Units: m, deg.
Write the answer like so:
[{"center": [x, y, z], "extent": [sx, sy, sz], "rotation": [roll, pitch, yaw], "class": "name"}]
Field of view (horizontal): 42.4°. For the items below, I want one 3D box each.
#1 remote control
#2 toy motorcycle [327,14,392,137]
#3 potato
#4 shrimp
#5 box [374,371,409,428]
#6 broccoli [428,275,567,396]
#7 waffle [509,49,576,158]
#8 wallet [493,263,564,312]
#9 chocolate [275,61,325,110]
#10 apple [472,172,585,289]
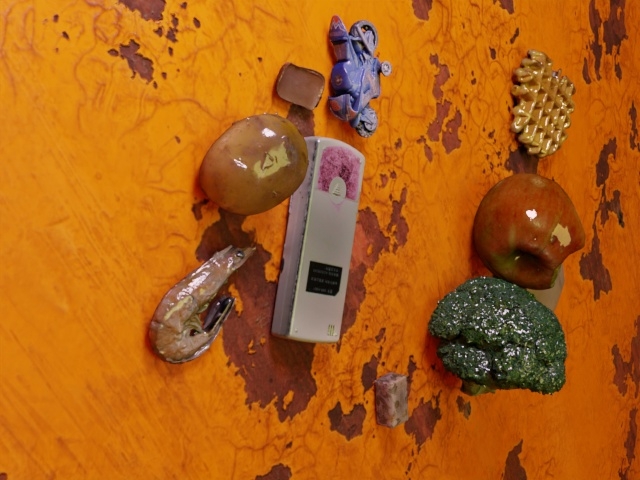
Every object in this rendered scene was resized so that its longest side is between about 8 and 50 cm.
[{"center": [-0.001, 0.000, 1.390], "extent": [0.145, 0.050, 0.343], "rotation": [15, 81, -51], "class": "remote control"}, {"center": [0.059, -0.280, 1.423], "extent": [0.114, 0.076, 0.205], "rotation": [-7, 99, -44], "class": "toy motorcycle"}, {"center": [-0.092, -0.114, 1.208], "extent": [0.176, 0.137, 0.137], "rotation": [-53, 131, -30], "class": "potato"}, {"center": [-0.163, 0.090, 1.202], "extent": [0.223, 0.048, 0.126], "rotation": [-46, 134, -32], "class": "shrimp"}, {"center": [0.138, 0.310, 1.600], "extent": [0.062, 0.045, 0.098], "rotation": [-18, 109, -48], "class": "box"}, {"center": [0.369, 0.211, 1.735], "extent": [0.308, 0.308, 0.275], "rotation": [-47, 162, -37], "class": "broccoli"}, {"center": [0.554, -0.339, 2.033], "extent": [0.309, 0.065, 0.283], "rotation": [-38, 122, -44], "class": "waffle"}, {"center": [0.544, 0.100, 2.074], "extent": [0.274, 0.068, 0.335], "rotation": [-56, 140, -26], "class": "wallet"}, {"center": [-0.039, -0.251, 1.332], "extent": [0.101, 0.031, 0.064], "rotation": [6, 107, -47], "class": "chocolate"}, {"center": [0.463, -0.027, 1.812], "extent": [0.246, 0.246, 0.226], "rotation": [60, 42, -36], "class": "apple"}]
